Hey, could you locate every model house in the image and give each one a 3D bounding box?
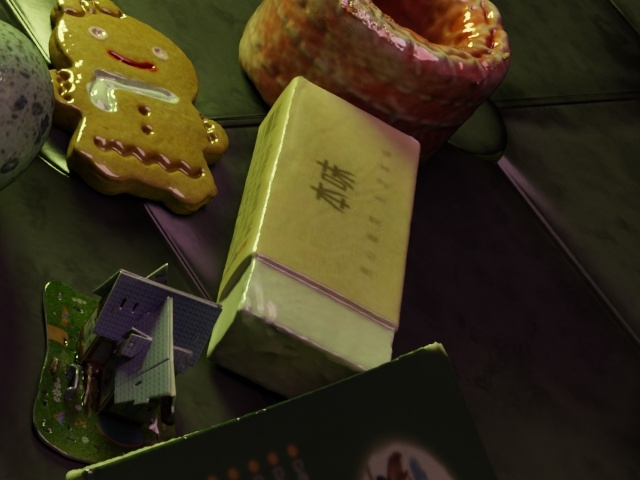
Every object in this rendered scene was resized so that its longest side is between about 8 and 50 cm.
[{"bbox_3d":[-0.135,0.077,1.196,0.117,0.088,0.167,23,37,-22],"label":"model house"}]

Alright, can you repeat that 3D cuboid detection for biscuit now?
[{"bbox_3d":[-0.166,-0.127,1.455,0.184,0.035,0.249,17,39,-28],"label":"biscuit"}]

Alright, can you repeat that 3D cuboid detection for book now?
[{"bbox_3d":[0.013,0.230,1.138,0.371,0.043,0.260,-13,77,-48],"label":"book"}]

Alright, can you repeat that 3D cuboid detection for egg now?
[{"bbox_3d":[-0.271,-0.094,1.235,0.132,0.132,0.172,32,46,-8],"label":"egg"}]

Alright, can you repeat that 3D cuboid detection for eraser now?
[{"bbox_3d":[0.000,0.000,1.419,0.144,0.078,0.343,27,36,-13],"label":"eraser"}]

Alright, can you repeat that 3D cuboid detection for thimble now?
[{"bbox_3d":[0.050,-0.192,1.621,0.239,0.162,0.239,22,40,-20],"label":"thimble"}]
